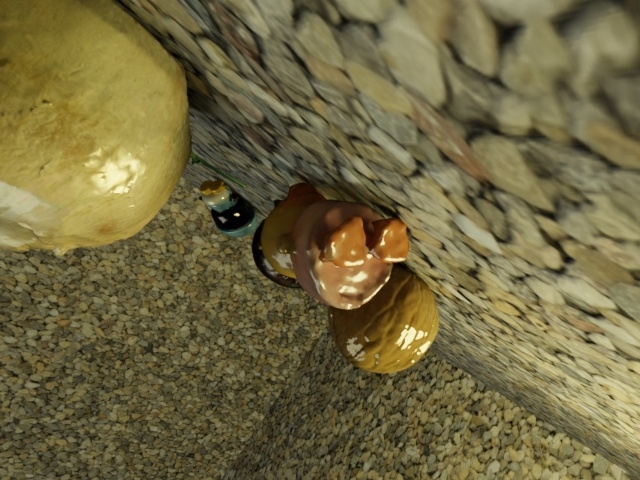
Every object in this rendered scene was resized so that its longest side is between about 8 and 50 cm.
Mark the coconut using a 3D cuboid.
[{"bbox_3d":[-0.390,-0.156,0.579,0.405,0.404,0.404,35,173,5],"label":"coconut"}]

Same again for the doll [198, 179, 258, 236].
[{"bbox_3d":[-0.347,-0.113,1.577,0.178,0.140,0.314,1,147,18],"label":"doll"}]

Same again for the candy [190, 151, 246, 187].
[{"bbox_3d":[-0.338,-0.219,1.120,0.306,0.083,0.091,30,139,-29],"label":"candy"}]

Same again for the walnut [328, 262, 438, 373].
[{"bbox_3d":[0.120,0.153,0.819,0.228,0.228,0.228,35,173,5],"label":"walnut"}]

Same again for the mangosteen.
[{"bbox_3d":[-0.061,0.003,0.954,0.192,0.192,0.217,39,-156,-26],"label":"mangosteen"}]

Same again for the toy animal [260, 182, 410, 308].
[{"bbox_3d":[-0.002,0.003,0.654,0.196,0.168,0.281,-2,-162,-32],"label":"toy animal"}]
